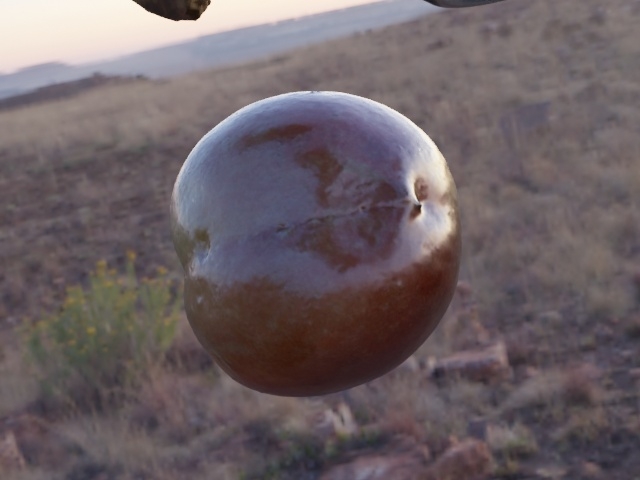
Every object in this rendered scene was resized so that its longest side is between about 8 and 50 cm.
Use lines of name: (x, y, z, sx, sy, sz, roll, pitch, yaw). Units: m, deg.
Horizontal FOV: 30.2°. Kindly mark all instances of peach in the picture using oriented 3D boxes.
peach: (0.000, 0.000, 0.964, 0.252, 0.252, 0.252, -11, 11, 2)

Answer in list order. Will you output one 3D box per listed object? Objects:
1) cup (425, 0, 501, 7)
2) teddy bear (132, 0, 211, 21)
cup: (0.063, -0.265, 0.467, 0.205, 0.312, 0.205, -19, -2, -1)
teddy bear: (-0.127, -0.344, 0.865, 0.246, 0.296, 0.222, 18, 44, 10)
